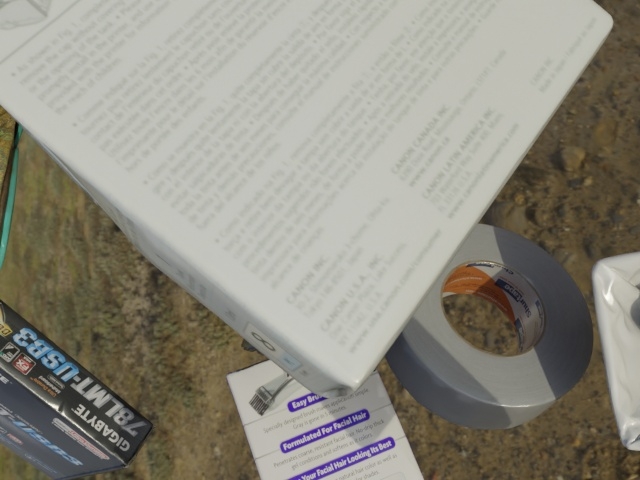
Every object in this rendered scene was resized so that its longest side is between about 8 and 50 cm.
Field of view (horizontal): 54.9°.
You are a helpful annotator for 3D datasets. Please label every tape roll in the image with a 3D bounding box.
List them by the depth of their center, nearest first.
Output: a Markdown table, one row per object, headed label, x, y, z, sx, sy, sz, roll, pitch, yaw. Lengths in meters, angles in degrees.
| label | x | y | z | sx | sy | sz | roll | pitch | yaw |
| --- | --- | --- | --- | --- | --- | --- | --- | --- | --- |
| tape roll | 0.176 | 0.089 | 0.673 | 0.072 | 0.219 | 0.219 | 105 | 147 | -53 |

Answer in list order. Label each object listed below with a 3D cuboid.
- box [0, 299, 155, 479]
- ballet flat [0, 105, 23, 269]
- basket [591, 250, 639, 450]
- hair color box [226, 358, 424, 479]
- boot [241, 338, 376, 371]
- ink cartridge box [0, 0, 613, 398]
| label | x | y | z | sx | sy | sz | roll | pitch | yaw |
| --- | --- | --- | --- | --- | --- | --- | --- | --- | --- |
| box | -0.408 | 0.208 | 0.832 | 0.293 | 0.295 | 0.073 | -28 | 24 | 46 |
| ballet flat | -0.402 | -0.110 | 0.713 | 0.123 | 0.123 | 0.349 | -51 | 37 | 42 |
| basket | 0.321 | 0.096 | 0.545 | 0.113 | 0.103 | 0.167 | -15 | 69 | 35 |
| hair color box | 0.024 | 0.301 | 0.771 | 0.110 | 0.185 | 0.339 | 96 | 154 | -68 |
| boot | 0.000 | 0.000 | 0.619 | 0.338 | 0.118 | 0.223 | 180 | 102 | -82 |
| ink cartridge box | -0.047 | -0.141 | 0.395 | 0.385 | 0.308 | 0.091 | 39 | 160 | 3 |
